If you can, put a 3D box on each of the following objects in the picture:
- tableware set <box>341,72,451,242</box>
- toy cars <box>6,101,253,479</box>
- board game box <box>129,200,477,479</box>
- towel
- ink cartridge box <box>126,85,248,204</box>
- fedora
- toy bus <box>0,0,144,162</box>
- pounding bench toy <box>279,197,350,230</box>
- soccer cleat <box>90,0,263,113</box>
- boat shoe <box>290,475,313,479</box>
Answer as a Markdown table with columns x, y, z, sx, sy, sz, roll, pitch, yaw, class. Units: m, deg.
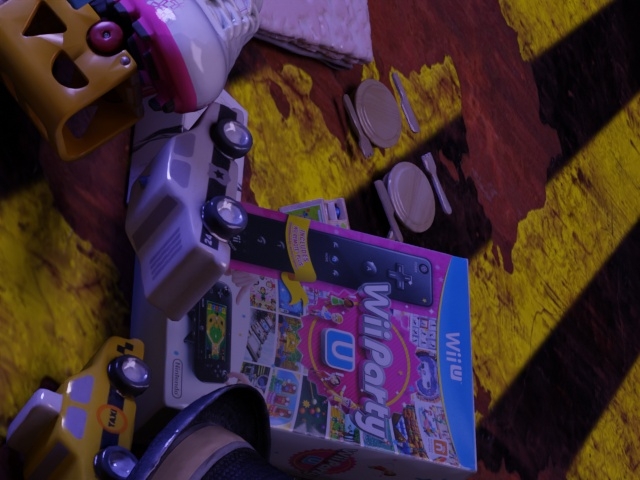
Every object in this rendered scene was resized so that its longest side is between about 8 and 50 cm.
| x | y | z | sx | sy | sz | roll | pitch | yaw | class |
| --- | --- | --- | --- | --- | --- | --- | --- | --- | --- |
| 0.079 | -0.098 | 2.155 | 0.128 | 0.039 | 0.194 | -28 | 98 | -51 | tableware set |
| -0.157 | 0.059 | 1.429 | 0.087 | 0.176 | 0.394 | 26 | 81 | -22 | toy cars |
| -0.015 | 0.095 | 1.622 | 0.303 | 0.097 | 0.224 | 15 | 57 | -24 | board game box |
| -0.050 | -0.363 | 2.000 | 0.332 | 0.053 | 0.317 | 10 | 71 | -62 | towel |
| -0.125 | -0.078 | 1.702 | 0.109 | 0.063 | 0.151 | 44 | 41 | -49 | ink cartridge box |
| -0.064 | 0.285 | 1.409 | 0.334 | 0.152 | 0.334 | -53 | 154 | -39 | fedora |
| -0.232 | -0.162 | 1.473 | 0.104 | 0.202 | 0.191 | -35 | 116 | -14 | toy bus |
| 0.000 | 0.000 | 1.930 | 0.065 | 0.052 | 0.083 | -3 | 81 | -64 | pounding bench toy |
| -0.108 | -0.193 | 1.545 | 0.331 | 0.143 | 0.116 | -138 | -154 | -71 | soccer cleat |
| -0.022 | 0.165 | 1.729 | 0.324 | 0.116 | 0.123 | -35 | 101 | -40 | boat shoe |
